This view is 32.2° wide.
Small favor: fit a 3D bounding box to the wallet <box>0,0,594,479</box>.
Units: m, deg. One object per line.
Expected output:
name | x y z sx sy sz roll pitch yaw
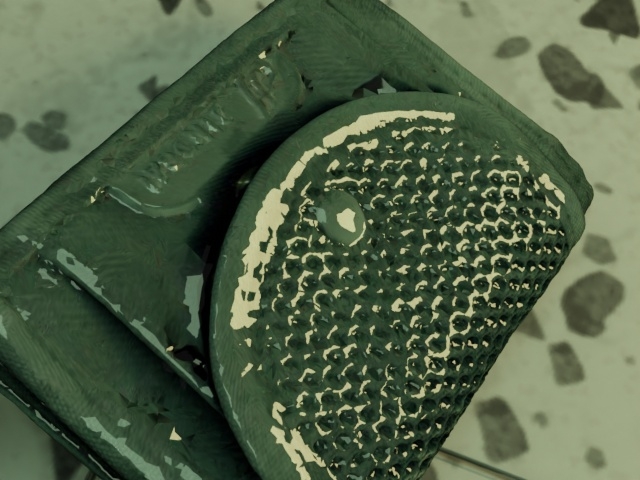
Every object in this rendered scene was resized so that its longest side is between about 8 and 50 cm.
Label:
wallet | 0.000 0.000 0.598 0.237 0.075 0.342 41 55 1
